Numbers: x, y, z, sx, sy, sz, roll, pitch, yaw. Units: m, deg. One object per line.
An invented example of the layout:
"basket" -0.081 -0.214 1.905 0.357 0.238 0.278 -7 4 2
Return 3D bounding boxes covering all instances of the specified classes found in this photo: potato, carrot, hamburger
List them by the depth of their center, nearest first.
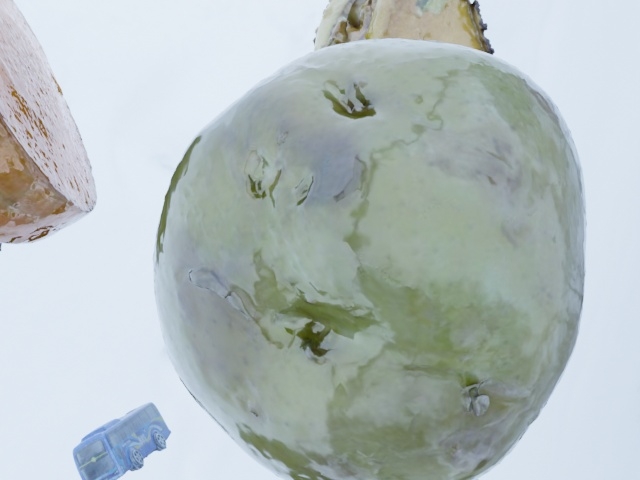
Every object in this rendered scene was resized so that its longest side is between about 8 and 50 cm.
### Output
"potato" 0.007 0.019 0.475 0.202 0.351 0.218 -5 85 -15
"carrot" -0.306 -0.129 0.779 0.307 0.100 0.258 63 8 -53
"hamburger" 0.115 -0.220 1.363 0.287 0.268 0.445 -37 123 -18

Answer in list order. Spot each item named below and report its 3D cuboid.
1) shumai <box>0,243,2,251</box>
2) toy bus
"shumai" -0.371 -0.019 0.879 0.087 0.124 0.099 -16 137 -6
"toy bus" -0.325 0.337 1.400 0.079 0.094 0.236 -36 176 8
